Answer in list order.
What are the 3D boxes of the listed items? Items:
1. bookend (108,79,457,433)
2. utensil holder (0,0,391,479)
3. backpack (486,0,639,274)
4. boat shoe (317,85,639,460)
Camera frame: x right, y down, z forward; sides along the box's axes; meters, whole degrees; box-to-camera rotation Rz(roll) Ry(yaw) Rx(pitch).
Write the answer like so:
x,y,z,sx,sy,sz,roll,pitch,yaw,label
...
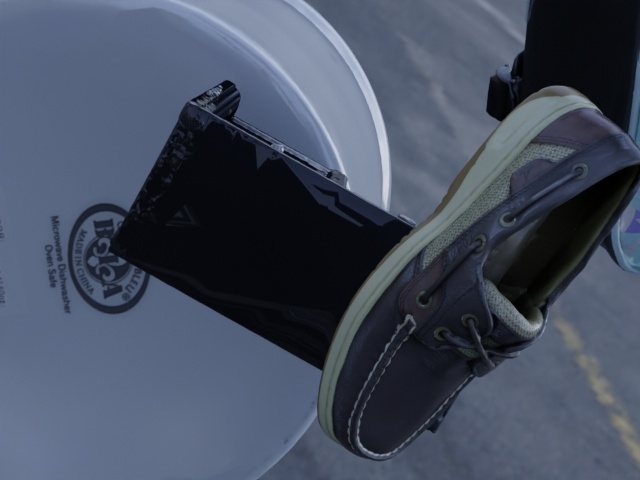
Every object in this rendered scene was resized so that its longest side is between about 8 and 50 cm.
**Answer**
x,y,z,sx,sy,sz,roll,pitch,yaw,label
0.000,0.000,0.719,0.157,0.072,0.156,30,9,-2,bookend
-0.115,-0.018,1.022,0.327,0.327,0.385,35,9,-4,utensil holder
0.240,-0.105,0.780,0.253,0.225,0.191,-12,30,-29,backpack
0.055,0.018,0.550,0.056,0.152,0.049,24,14,-41,boat shoe
